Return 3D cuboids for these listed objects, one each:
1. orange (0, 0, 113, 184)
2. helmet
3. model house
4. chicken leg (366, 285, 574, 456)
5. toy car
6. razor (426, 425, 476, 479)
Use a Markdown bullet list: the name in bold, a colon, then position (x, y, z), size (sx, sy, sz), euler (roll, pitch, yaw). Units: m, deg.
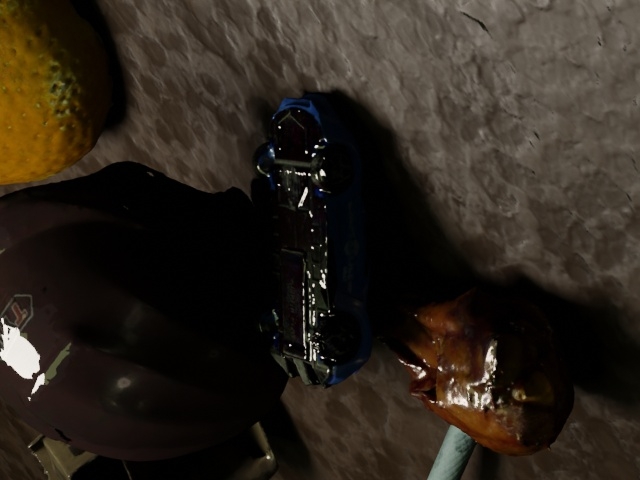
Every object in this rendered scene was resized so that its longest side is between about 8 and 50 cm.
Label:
- **orange**: position (-0.342, -0.186, 1.481), size (0.334, 0.196, 0.262), euler (46, 140, 23)
- **helmet**: position (-0.148, 0.077, 1.331), size (0.225, 0.305, 0.177), euler (-54, 52, 35)
- **model house**: position (-0.193, 0.163, 1.673), size (0.211, 0.204, 0.243), euler (64, 167, -25)
- **chicken leg**: position (0.078, 0.067, 1.252), size (0.304, 0.093, 0.113), euler (27, 127, 52)
- **toy car**: position (0.000, 0.000, 1.247), size (0.103, 0.063, 0.216), euler (12, 104, 58)
- **razor**: position (0.101, 0.189, 1.378), size (0.068, 0.106, 0.232), euler (38, 139, 20)
